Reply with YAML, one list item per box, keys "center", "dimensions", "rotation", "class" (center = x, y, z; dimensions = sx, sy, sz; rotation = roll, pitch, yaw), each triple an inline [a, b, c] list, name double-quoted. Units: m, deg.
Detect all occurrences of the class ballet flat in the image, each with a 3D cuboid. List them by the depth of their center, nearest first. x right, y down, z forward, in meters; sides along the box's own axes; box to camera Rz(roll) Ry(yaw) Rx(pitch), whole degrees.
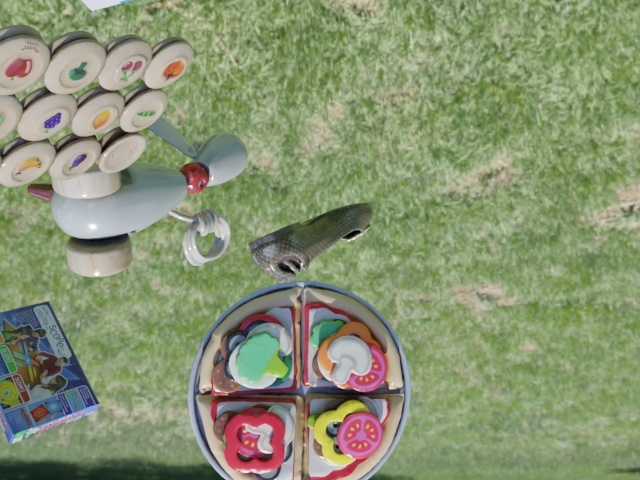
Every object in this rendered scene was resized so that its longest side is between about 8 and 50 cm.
- center: [0.000, 0.000, 0.808]
  dimensions: [0.084, 0.058, 0.250]
  rotation: [-25, 179, 28]
  class: "ballet flat"

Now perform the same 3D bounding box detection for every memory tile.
- center: [-0.142, -0.073, 0.391]
  dimensions: [0.113, 0.012, 0.148]
  rotation: [-48, 167, 30]
  class: "memory tile"

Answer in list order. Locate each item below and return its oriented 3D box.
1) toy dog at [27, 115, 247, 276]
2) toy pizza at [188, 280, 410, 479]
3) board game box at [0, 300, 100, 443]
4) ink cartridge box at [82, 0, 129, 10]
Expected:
- center: [-0.262, -0.079, 0.947]
  dimensions: [0.161, 0.220, 0.334]
  rotation: [22, -167, 25]
  class: "toy dog"
- center: [-0.015, 0.137, 0.601]
  dimensions: [0.201, 0.201, 0.032]
  rotation: [1, 180, -8]
  class: "toy pizza"
- center: [-0.450, 0.197, 1.053]
  dimensions: [0.136, 0.201, 0.035]
  rotation: [-13, 151, -44]
  class: "board game box"
- center: [-0.459, -0.655, 1.458]
  dimensions: [0.171, 0.232, 0.168]
  rotation: [-7, 157, 19]
  class: "ink cartridge box"
